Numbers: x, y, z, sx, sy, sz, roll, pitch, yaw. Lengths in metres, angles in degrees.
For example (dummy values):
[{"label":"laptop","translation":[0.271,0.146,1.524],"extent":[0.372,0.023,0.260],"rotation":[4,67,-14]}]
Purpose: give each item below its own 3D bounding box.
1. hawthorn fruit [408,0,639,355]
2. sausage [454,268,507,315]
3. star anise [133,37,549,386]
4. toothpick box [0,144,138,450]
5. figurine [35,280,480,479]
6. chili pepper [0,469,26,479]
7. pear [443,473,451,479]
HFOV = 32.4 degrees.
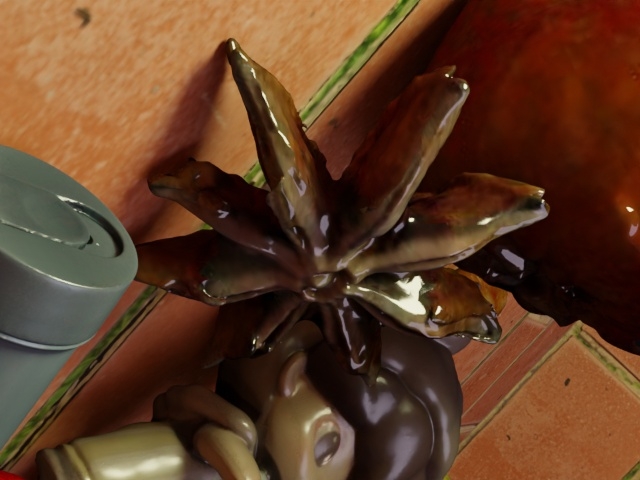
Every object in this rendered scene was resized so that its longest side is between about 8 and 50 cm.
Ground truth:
[{"label":"hawthorn fruit","translation":[0.223,-0.081,0.792],"extent":[0.324,0.308,0.308],"rotation":[-42,162,-28]},{"label":"sausage","translation":[0.117,0.109,1.283],"extent":[0.302,0.076,0.103],"rotation":[-33,165,-30]},{"label":"star anise","translation":[-0.001,0.000,0.675],"extent":[0.288,0.088,0.288],"rotation":[-4,135,-4]},{"label":"toothpick box","translation":[-0.167,0.043,0.508],"extent":[0.153,0.101,0.101],"rotation":[-50,161,19]},{"label":"figurine","translation":[-0.043,0.152,0.885],"extent":[0.380,0.203,0.248],"rotation":[-16,133,-31]},{"label":"chili pepper","translation":[-0.224,0.199,0.664],"extent":[0.338,0.131,0.135],"rotation":[19,89,-65]},{"label":"pear","translation":[0.043,0.378,1.368],"extent":[0.304,0.304,0.304],"rotation":[-39,160,-17]}]
